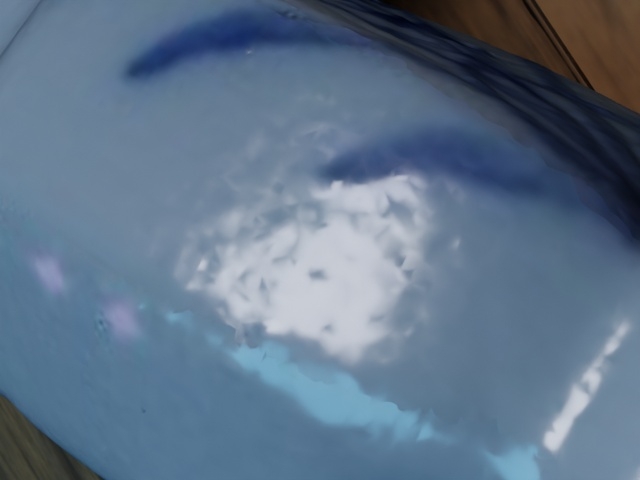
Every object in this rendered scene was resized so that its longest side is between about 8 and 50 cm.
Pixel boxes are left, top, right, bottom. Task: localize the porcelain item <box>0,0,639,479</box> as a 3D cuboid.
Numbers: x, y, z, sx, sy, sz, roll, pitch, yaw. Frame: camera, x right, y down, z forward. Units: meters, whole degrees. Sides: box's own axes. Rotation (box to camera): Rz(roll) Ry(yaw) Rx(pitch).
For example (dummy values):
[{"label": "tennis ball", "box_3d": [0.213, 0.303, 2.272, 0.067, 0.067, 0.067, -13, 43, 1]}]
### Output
[{"label": "porcelain item", "box_3d": [0.000, 0.000, 0.500, 0.405, 0.243, 0.178, 28, 105, 36]}]
